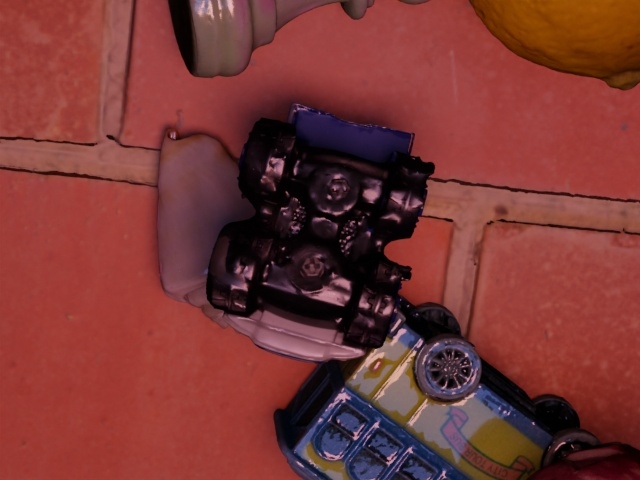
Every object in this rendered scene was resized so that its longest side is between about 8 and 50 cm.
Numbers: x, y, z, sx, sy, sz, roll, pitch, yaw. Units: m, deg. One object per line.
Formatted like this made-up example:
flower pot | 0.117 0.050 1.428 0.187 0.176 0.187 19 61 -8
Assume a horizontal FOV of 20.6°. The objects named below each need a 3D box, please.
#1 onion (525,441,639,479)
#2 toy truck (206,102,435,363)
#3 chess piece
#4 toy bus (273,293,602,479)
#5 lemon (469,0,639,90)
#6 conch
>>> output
onion | 0.242 0.258 1.426 0.207 0.200 0.201 13 100 3
toy truck | 0.000 0.000 1.492 0.161 0.177 0.213 15 79 2
chess piece | 0.009 -0.223 1.503 0.271 0.139 0.139 -10 102 -12
toy bus | 0.130 0.198 1.565 0.312 0.152 0.190 37 94 -9
lemon | 0.219 -0.279 1.428 0.245 0.245 0.320 -13 95 0
conch | -0.099 -0.010 1.563 0.104 0.094 0.176 -15 75 14
